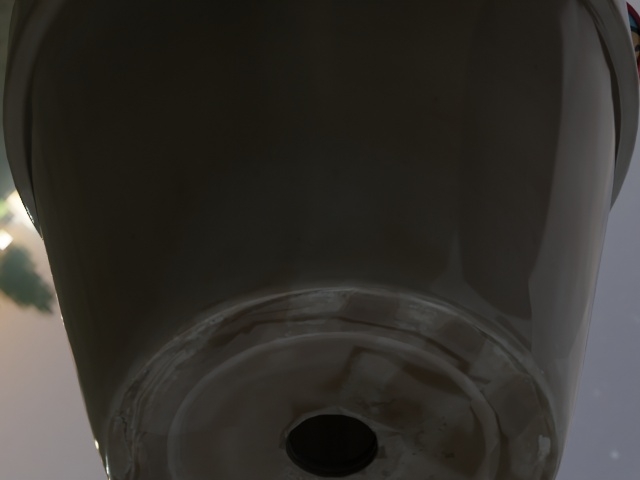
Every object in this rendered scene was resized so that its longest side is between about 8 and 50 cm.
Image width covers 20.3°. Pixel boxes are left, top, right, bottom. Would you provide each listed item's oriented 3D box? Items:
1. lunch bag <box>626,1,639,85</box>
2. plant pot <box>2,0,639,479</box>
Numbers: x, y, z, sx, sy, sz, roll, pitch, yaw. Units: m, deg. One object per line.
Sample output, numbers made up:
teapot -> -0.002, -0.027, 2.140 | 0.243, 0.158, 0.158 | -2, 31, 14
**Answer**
lunch bag -> 0.076, -0.107, 1.355 | 0.258, 0.293, 0.120 | -64, 175, -9
plant pot -> 0.000, 0.000, 0.826 | 0.323, 0.323, 0.280 | -42, -151, 29
